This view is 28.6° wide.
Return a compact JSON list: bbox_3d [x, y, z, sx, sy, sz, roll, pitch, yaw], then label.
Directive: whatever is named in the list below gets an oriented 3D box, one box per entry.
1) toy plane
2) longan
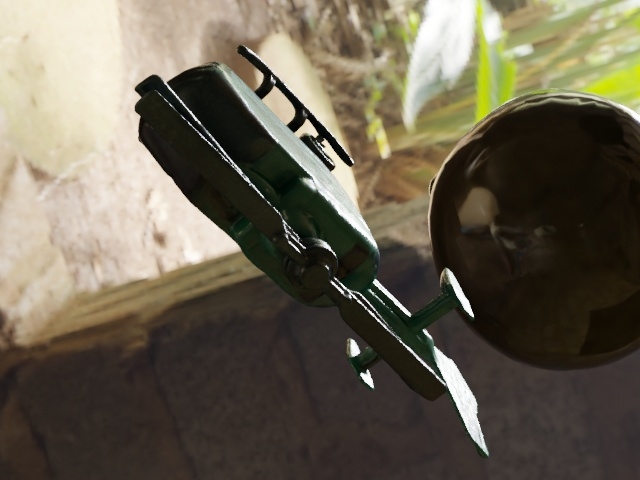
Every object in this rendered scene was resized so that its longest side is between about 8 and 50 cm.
[{"bbox_3d":[0.000,0.000,0.511,0.235,0.060,0.096,45,9,-35],"label":"toy plane"},{"bbox_3d":[0.280,-0.018,1.472,0.361,0.361,0.361,-16,90,-76],"label":"longan"}]
